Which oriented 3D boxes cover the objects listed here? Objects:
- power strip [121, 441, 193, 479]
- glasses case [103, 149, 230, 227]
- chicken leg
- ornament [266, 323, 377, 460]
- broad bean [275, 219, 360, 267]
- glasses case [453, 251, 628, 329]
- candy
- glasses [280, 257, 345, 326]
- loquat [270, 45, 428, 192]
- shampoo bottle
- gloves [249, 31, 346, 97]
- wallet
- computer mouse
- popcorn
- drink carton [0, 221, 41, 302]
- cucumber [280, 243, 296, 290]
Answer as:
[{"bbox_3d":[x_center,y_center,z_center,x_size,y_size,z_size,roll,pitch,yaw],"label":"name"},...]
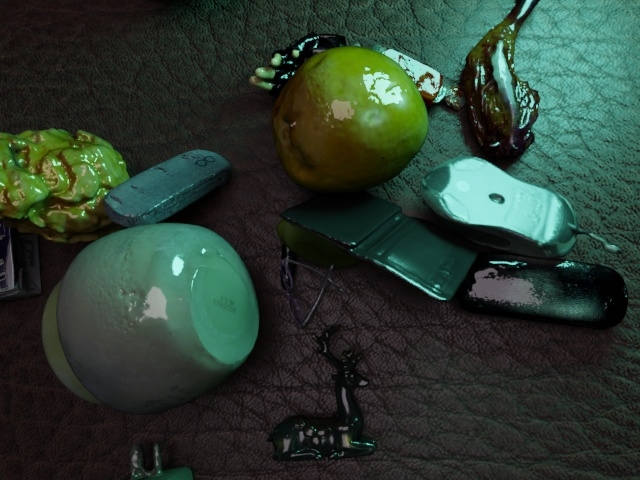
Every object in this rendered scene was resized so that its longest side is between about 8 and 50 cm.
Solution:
[{"bbox_3d":[-0.310,0.479,0.942,0.139,0.140,0.224,-12,77,5],"label":"power strip"},{"bbox_3d":[-0.293,-0.107,1.041,0.109,0.067,0.282,27,40,22],"label":"glasses case"},{"bbox_3d":[0.377,-0.357,1.078,0.158,0.096,0.406,10,76,3],"label":"chicken leg"},{"bbox_3d":[-0.004,0.278,0.986,0.203,0.080,0.235,-4,79,2],"label":"ornament"},{"bbox_3d":[0.000,0.000,1.020,0.175,0.124,0.082,29,47,-11],"label":"broad bean"},{"bbox_3d":[0.400,0.091,0.980,0.315,0.075,0.121,6,77,8],"label":"glasses case"},{"bbox_3d":[0.171,-0.336,1.089,0.293,0.059,0.086,21,83,-9],"label":"candy"},{"bbox_3d":[-0.014,0.089,1.033,0.104,0.062,0.139,-19,99,-18],"label":"glasses"},{"bbox_3d":[0.055,-0.212,0.988,0.284,0.276,0.275,5,74,-33],"label":"loquat"},{"bbox_3d":[-0.281,0.128,0.918,0.318,0.322,0.322,-22,75,22],"label":"shampoo bottle"},{"bbox_3d":[-0.046,-0.350,1.102,0.204,0.124,0.164,-2,95,-2],"label":"gloves"},{"bbox_3d":[0.119,-0.013,0.959,0.323,0.247,0.041,29,121,18],"label":"wallet"},{"bbox_3d":[0.368,-0.038,1.001,0.380,0.090,0.167,23,62,10],"label":"computer mouse"},{"bbox_3d":[-0.525,-0.110,1.018,0.265,0.332,0.224,22,105,25],"label":"popcorn"},{"bbox_3d":[-0.680,0.017,1.109,0.134,0.102,0.222,-11,78,2],"label":"drink carton"},{"bbox_3d":[-0.065,0.038,1.068,0.032,0.032,0.132,4,79,7],"label":"cucumber"}]
